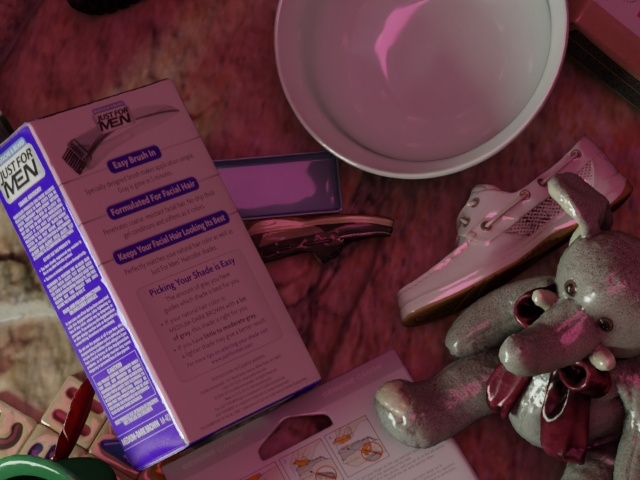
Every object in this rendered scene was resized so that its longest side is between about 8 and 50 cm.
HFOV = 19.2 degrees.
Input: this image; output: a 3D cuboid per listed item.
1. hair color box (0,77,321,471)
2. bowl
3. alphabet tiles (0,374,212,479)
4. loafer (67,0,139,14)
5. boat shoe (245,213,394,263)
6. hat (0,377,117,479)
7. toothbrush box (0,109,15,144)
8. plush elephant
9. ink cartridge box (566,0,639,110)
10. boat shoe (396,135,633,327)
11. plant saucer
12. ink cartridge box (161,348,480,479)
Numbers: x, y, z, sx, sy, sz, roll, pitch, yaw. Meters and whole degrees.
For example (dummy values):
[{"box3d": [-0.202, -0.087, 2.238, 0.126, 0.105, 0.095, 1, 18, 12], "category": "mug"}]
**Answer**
[{"box3d": [-0.162, 0.030, 1.829, 0.185, 0.110, 0.339, -22, 85, -42], "category": "hair color box"}, {"box3d": [0.110, -0.197, 1.901, 0.297, 0.134, 0.298, -2, 80, 14], "category": "bowl"}, {"box3d": [-0.227, 0.312, 1.875, 0.342, 0.011, 0.285, 31, 80, 5], "category": "alphabet tiles"}, {"box3d": [-0.114, -0.366, 1.945, 0.366, 0.134, 0.130, -26, 81, -6], "category": "loafer"}, {"box3d": [0.000, 0.000, 1.920, 0.152, 0.056, 0.049, -4, 84, 8], "category": "boat shoe"}, {"box3d": [-0.225, 0.244, 1.871, 0.173, 0.183, 0.208, 30, 121, 11], "category": "hat"}, {"box3d": [-0.430, -0.165, 1.865, 0.122, 0.206, 0.283, -43, 82, -8], "category": "toothbrush box"}, {"box3d": [0.243, 0.099, 1.749, 0.330, 0.255, 0.272, -36, 60, -16], "category": "plush elephant"}, {"box3d": [0.365, -0.256, 1.927, 0.193, 0.088, 0.235, 34, 80, -17], "category": "ink cartridge box"}, {"box3d": [0.179, -0.012, 1.905, 0.277, 0.098, 0.096, -31, 81, -16], "category": "boat shoe"}, {"box3d": [-0.075, -0.052, 1.944, 0.192, 0.018, 0.067, -5, 79, -3], "category": "plant saucer"}, {"box3d": [0.013, 0.267, 1.859, 0.275, 0.060, 0.239, -26, 56, -9], "category": "ink cartridge box"}]
